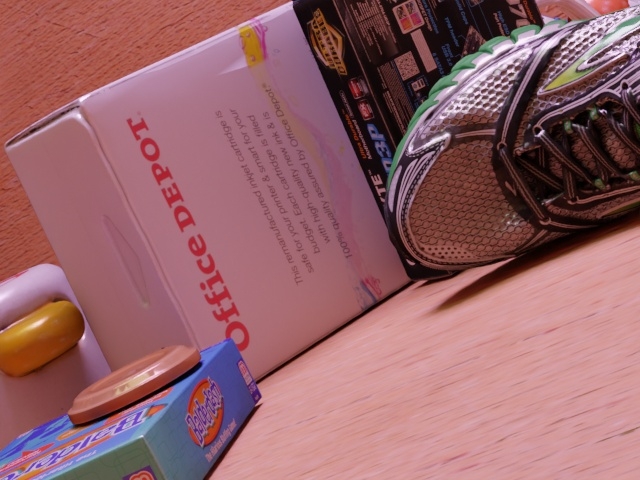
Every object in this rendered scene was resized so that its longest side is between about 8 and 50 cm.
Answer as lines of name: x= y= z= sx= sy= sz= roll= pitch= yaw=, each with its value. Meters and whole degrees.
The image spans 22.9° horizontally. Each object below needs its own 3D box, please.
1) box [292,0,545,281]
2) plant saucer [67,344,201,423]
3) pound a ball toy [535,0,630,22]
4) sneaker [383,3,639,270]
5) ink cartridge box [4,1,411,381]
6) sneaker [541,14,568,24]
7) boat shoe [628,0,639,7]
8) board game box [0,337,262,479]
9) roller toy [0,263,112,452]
box: x=0.096 y=-0.106 z=1.132 sx=0.175 sy=0.220 sz=0.051 roll=-30 pitch=11 yaw=-33
plant saucer: x=-0.108 y=0.081 z=0.911 sx=0.083 sy=0.013 sz=0.083 roll=-27 pitch=4 yaw=2
pound a ball toy: x=0.186 y=-0.199 z=1.386 sx=0.136 sy=0.208 sz=0.319 roll=-50 pitch=5 yaw=17
sneaker: x=0.186 y=-0.082 z=0.947 sx=0.343 sy=0.134 sz=0.146 roll=-30 pitch=13 yaw=17
ink cartridge box: x=-0.041 y=-0.042 z=1.159 sx=0.306 sy=0.226 sz=0.131 roll=-29 pitch=7 yaw=-36
sneaker: x=0.292 y=-0.225 z=1.866 sx=0.296 sy=0.131 sz=0.112 roll=-27 pitch=3 yaw=-21
boat shoe: x=0.348 y=-0.237 z=1.667 sx=0.118 sy=0.103 sz=0.320 roll=-7 pitch=12 yaw=2
board game box: x=-0.130 y=0.129 z=0.891 sx=0.160 sy=0.047 sz=0.210 roll=-25 pitch=6 yaw=12
roller toy: x=-0.254 y=0.107 z=1.184 sx=0.191 sy=0.146 sz=0.209 roll=-28 pitch=6 yaw=-4
